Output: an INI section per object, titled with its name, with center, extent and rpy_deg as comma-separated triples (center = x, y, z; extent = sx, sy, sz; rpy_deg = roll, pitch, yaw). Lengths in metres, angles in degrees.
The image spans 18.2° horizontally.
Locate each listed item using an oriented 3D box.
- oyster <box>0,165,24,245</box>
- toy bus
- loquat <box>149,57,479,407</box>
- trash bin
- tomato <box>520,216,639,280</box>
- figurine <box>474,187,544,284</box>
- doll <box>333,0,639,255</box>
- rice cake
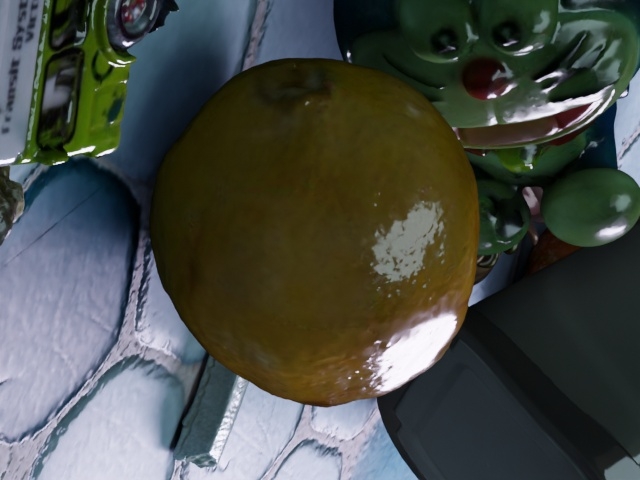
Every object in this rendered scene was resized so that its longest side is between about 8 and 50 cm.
[oyster]
center = -0.177, -0.007, 0.979
extent = 0.093, 0.034, 0.051
rpy_deg = -45, 140, -33
[toy bus]
center = -0.132, -0.180, 0.838
extent = 0.139, 0.113, 0.302
rpy_deg = -22, 127, -57
[loquat]
center = 0.000, 0.000, 1.156
extent = 0.176, 0.187, 0.234
rpy_deg = -48, 150, -37
[trash bin]
center = 0.215, 0.108, 1.544
extent = 0.250, 0.219, 0.220
rpy_deg = -30, 165, -27
[tomato]
center = 0.224, 0.065, 1.787
extent = 0.237, 0.095, 0.237
rpy_deg = -49, 154, -35
[figurine]
center = 0.125, -0.029, 1.484
extent = 0.126, 0.114, 0.157
rpy_deg = -118, -145, -62
[doll]
center = 0.112, -0.128, 1.271
extent = 0.322, 0.198, 0.186
rpy_deg = 76, 12, -60
[rice cake]
center = -0.054, 0.070, 1.300
extent = 0.171, 0.029, 0.033
rpy_deg = -69, 162, 6
